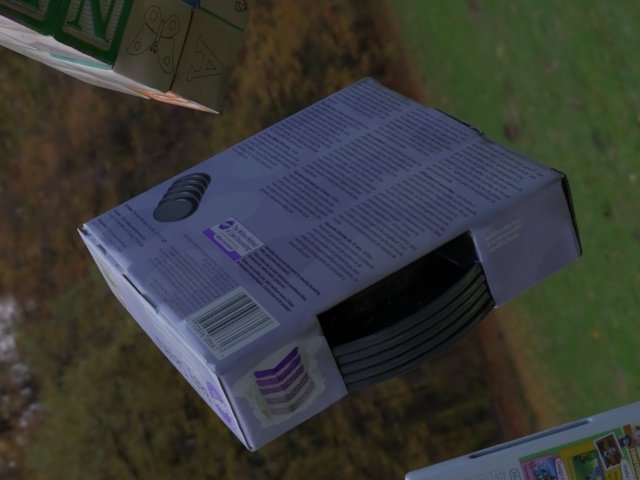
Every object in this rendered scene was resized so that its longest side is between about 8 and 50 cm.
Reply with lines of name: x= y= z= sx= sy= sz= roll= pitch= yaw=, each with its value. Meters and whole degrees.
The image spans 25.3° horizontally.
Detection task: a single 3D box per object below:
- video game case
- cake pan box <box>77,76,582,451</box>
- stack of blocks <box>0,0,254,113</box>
video game case: x=0.183 y=0.243 z=1.063 sx=0.023 sy=0.193 sz=0.212 roll=-107 pitch=0 yaw=-78
cake pan box: x=0.000 y=0.000 z=0.923 sx=0.267 sy=0.245 sz=0.070 roll=35 pitch=152 yaw=56
stack of blocks: x=-0.132 y=-0.178 z=0.605 sx=0.297 sy=0.087 sz=0.171 roll=21 pitch=-94 yaw=-59
